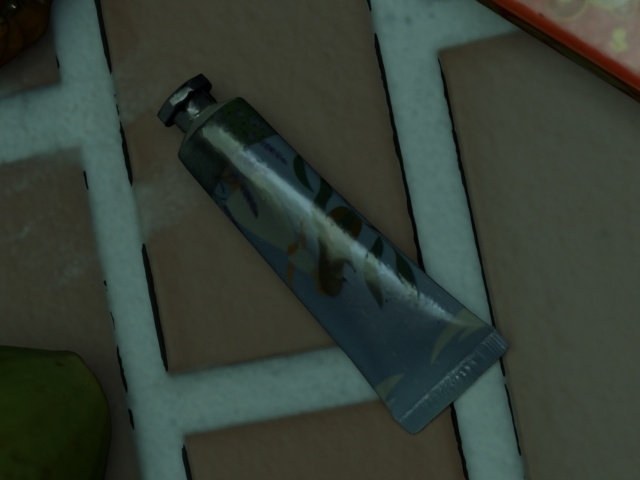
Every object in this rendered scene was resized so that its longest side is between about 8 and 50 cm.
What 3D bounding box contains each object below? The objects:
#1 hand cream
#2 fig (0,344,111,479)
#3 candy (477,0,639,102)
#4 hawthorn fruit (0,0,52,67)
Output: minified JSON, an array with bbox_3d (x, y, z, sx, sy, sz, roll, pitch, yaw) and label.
[{"bbox_3d":[0.000,0.000,1.148,0.091,0.058,0.271,-44,84,12],"label":"hand cream"},{"bbox_3d":[-0.244,0.164,1.125,0.230,0.207,0.207,-36,80,11],"label":"fig"},{"bbox_3d":[0.225,-0.152,1.075,0.276,0.088,0.146,32,95,13],"label":"candy"},{"bbox_3d":[-0.252,-0.199,1.160,0.189,0.189,0.189,0,88,14],"label":"hawthorn fruit"}]
